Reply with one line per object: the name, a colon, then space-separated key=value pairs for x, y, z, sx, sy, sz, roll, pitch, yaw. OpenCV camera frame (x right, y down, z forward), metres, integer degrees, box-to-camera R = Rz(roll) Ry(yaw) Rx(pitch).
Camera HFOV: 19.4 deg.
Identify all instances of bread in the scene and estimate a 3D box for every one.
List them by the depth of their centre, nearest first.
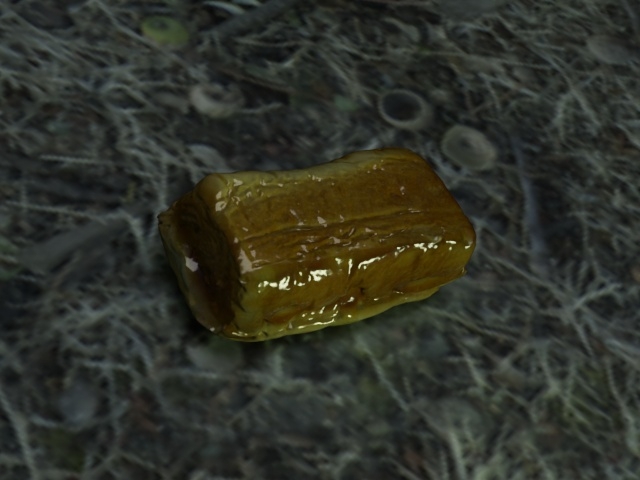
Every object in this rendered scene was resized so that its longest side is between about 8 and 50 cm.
bread: x=0.000 y=0.000 z=0.801 sx=0.132 sy=0.053 sz=0.074 roll=-14 pitch=57 yaw=-32
